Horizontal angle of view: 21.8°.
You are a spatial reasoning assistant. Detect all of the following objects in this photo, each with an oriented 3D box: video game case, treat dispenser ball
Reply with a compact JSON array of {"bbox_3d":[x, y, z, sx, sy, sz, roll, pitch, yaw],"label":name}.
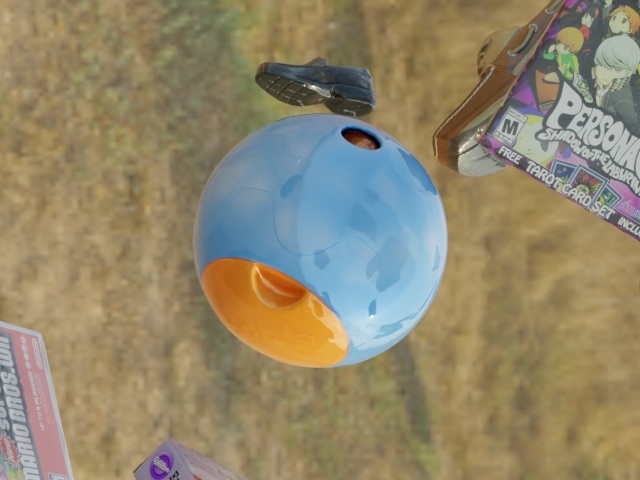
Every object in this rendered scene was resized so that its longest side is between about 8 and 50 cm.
[{"bbox_3d":[-0.356,0.165,1.696,0.285,0.025,0.204,26,44,-60],"label":"video game case"},{"bbox_3d":[0.000,0.000,1.876,0.288,0.288,0.288,-2,90,-70],"label":"treat dispenser ball"},{"bbox_3d":[0.289,-0.116,1.460,0.210,0.232,0.042,-59,179,10],"label":"video game case"}]

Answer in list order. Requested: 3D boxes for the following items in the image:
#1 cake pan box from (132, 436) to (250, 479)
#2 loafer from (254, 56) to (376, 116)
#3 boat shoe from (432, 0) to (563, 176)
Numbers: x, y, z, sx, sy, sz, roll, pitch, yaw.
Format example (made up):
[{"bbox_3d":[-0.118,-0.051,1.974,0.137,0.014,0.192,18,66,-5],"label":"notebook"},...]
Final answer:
[{"bbox_3d":[-0.055,0.350,1.786,0.267,0.070,0.245,37,11,-42],"label":"cake pan box"},{"bbox_3d":[-0.007,-0.208,2.156,0.170,0.062,0.061,13,65,-28],"label":"loafer"},{"bbox_3d":[0.249,-0.199,2.027,0.324,0.120,0.122,-37,147,-24],"label":"boat shoe"}]
